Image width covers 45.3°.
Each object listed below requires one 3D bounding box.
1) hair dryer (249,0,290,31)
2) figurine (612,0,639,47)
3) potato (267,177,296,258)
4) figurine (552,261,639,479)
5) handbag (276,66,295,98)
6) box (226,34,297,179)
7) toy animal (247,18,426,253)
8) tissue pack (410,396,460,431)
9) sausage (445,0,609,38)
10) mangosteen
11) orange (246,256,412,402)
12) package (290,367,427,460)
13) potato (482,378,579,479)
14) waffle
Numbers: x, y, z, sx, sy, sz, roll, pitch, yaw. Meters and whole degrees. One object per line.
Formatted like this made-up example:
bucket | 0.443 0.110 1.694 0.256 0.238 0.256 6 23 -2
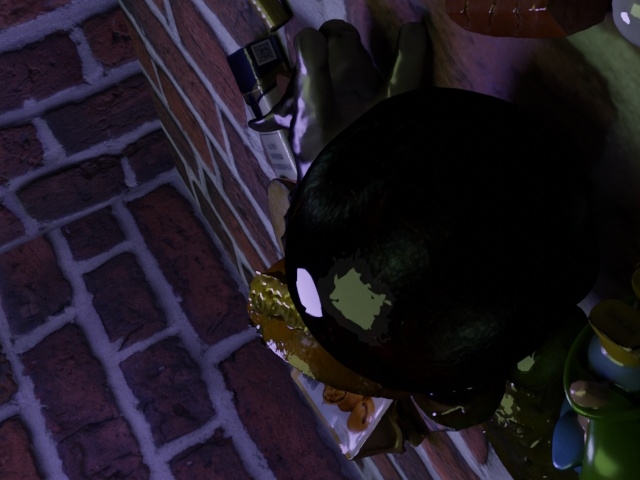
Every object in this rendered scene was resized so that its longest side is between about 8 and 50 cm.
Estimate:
hair dryer | -0.151 -0.447 1.205 0.279 0.135 0.090 55 169 -9
figurine | 0.234 -0.123 0.440 0.129 0.109 0.178 41 169 0
potato | 0.000 0.000 1.475 0.299 0.116 0.239 60 163 27
figurine | 0.261 0.129 0.614 0.143 0.162 0.263 37 162 42
handbag | -0.002 -0.188 1.226 0.151 0.072 0.193 46 160 52
box | -0.083 -0.242 1.423 0.259 0.071 0.168 65 167 -13
toy animal | 0.017 -0.108 0.989 0.302 0.194 0.344 -155 62 -73
tissue pack | 0.204 0.270 1.320 0.116 0.065 0.155 62 166 10
sausage | 0.156 -0.198 0.627 0.169 0.065 0.065 36 150 64
mangosteen | 0.117 0.009 0.725 0.300 0.300 0.300 57 165 24
orange | 0.031 0.127 1.190 0.274 0.274 0.310 81 -179 -52
package | 0.103 0.313 1.679 0.165 0.221 0.311 23 -166 -39
potato | 0.263 0.235 0.927 0.149 0.113 0.251 17 131 59
waffle | 0.061 0.093 0.952 0.229 0.219 0.057 17 97 43
